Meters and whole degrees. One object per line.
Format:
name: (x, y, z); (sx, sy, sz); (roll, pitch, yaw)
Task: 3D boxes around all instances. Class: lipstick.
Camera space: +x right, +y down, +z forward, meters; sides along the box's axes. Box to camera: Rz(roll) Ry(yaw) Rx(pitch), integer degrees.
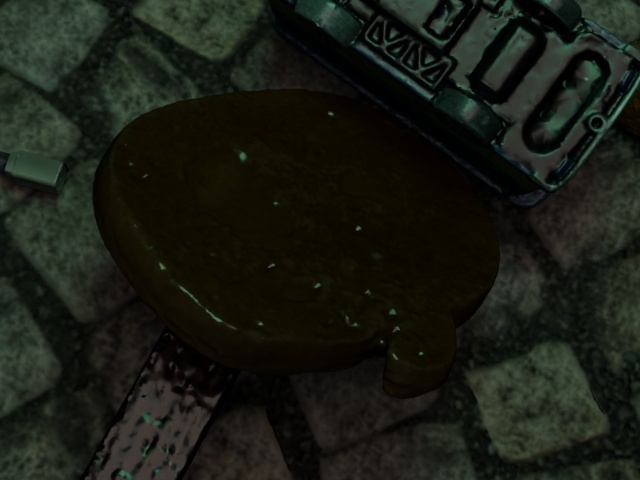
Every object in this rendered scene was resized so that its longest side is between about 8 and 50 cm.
lipstick: (-0.277, -0.067, 1.144); (0.107, 0.025, 0.025); (14, 72, 4)

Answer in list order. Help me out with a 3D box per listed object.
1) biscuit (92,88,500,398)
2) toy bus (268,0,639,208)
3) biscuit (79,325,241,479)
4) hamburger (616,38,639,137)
biscuit: (-0.001, 0.001, 1.047); (0.367, 0.063, 0.314); (-13, 57, -44)
toy bus: (0.111, -0.176, 1.136); (0.312, 0.190, 0.152); (36, 88, 4)
biscuit: (-0.144, 0.179, 1.043); (0.073, 0.107, 0.388); (27, 72, 1)
hamburger: (0.337, -0.134, 1.204); (0.176, 0.102, 0.087); (24, 78, 1)
